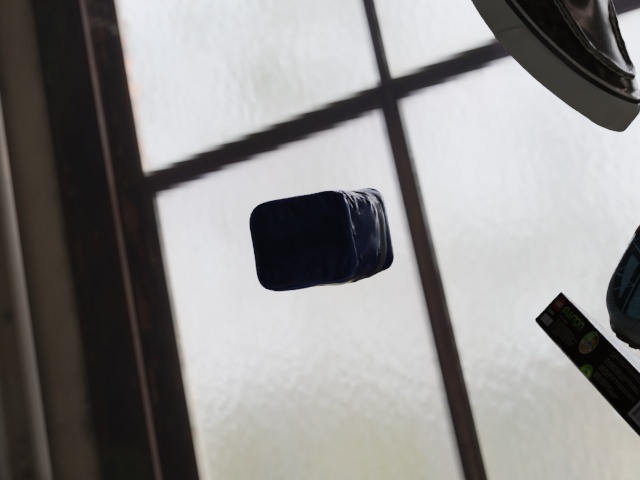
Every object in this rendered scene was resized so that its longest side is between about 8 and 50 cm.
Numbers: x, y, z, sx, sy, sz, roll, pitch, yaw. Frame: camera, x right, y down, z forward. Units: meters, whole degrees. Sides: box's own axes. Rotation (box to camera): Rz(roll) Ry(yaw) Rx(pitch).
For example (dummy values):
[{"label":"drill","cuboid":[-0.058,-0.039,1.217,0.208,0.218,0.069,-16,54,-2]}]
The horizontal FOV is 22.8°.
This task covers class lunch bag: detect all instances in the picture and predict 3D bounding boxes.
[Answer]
[{"label":"lunch bag","cuboid":[0.000,0.000,1.133,0.098,0.067,0.065,-8,-2,33]}]

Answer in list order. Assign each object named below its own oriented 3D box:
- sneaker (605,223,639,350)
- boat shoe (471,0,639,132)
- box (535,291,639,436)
[{"label":"sneaker","cuboid":[0.280,-0.041,1.073,0.262,0.104,0.125,-48,-34,-2]},{"label":"boat shoe","cuboid":[0.121,-0.157,0.883,0.078,0.219,0.070,6,-44,-48]},{"label":"box","cuboid":[0.261,0.126,1.298,0.114,0.207,0.036,38,-82,-28]}]
